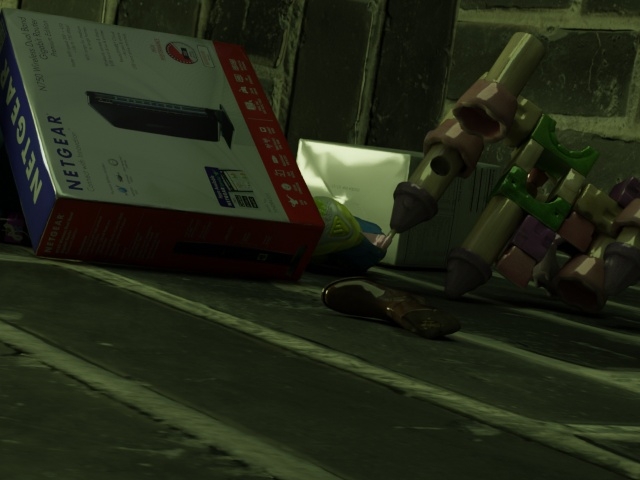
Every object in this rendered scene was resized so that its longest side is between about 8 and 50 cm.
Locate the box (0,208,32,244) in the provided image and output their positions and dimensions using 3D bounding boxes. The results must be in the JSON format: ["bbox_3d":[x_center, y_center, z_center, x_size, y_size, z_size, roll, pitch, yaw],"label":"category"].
[{"bbox_3d":[-0.268,-0.007,1.902,0.162,0.029,0.116,6,5,-8],"label":"box"}]

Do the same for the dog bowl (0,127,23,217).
[{"bbox_3d":[-0.275,-0.077,2.024,0.297,0.166,0.074,6,16,-31],"label":"dog bowl"}]

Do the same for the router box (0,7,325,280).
[{"bbox_3d":[-0.187,-0.105,1.902,0.301,0.082,0.335,6,39,-28],"label":"router box"}]

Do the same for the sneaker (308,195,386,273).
[{"bbox_3d":[0.000,0.000,2.117,0.126,0.091,0.240,26,-4,-24],"label":"sneaker"}]

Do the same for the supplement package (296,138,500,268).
[{"bbox_3d":[0.098,-0.047,2.347,0.194,0.149,0.203,12,5,41],"label":"supplement package"}]

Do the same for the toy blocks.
[{"bbox_3d":[0.216,-0.016,1.987,0.289,0.260,0.309,36,-24,-5],"label":"toy blocks"}]

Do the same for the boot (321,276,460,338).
[{"bbox_3d":[0.062,0.063,1.571,0.106,0.037,0.114,5,9,-13],"label":"boot"}]
